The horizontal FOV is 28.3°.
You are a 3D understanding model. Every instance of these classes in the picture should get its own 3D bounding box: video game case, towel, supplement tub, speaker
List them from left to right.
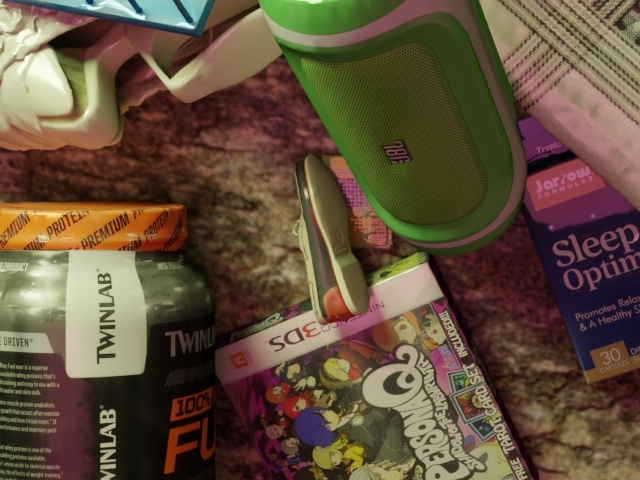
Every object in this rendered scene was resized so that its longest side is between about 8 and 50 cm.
[{"bbox_3d":[-0.186,0.140,1.007,0.207,0.207,0.338,1,95,7],"label":"supplement tub"},{"bbox_3d":[0.029,-0.031,1.047,0.060,0.009,0.083,0,107,8],"label":"towel"},{"bbox_3d":[0.046,0.150,1.086,0.210,0.042,0.232,-23,104,14],"label":"video game case"},{"bbox_3d":[0.059,-0.108,0.882,0.131,0.131,0.296,-18,144,12],"label":"speaker"},{"bbox_3d":[0.257,-0.206,0.916,0.324,0.056,0.312,44,105,-1],"label":"towel"}]

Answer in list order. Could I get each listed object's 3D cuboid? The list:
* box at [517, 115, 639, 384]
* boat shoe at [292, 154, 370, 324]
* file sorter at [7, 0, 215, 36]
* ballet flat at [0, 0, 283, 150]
[{"bbox_3d":[0.240,-0.007,1.016,0.136,0.036,0.225,-20,103,13],"label":"box"},{"bbox_3d":[0.000,0.000,1.022,0.043,0.049,0.137,-19,86,33],"label":"boat shoe"},{"bbox_3d":[-0.152,-0.227,0.857,0.170,0.104,0.118,13,72,20],"label":"file sorter"},{"bbox_3d":[-0.142,-0.148,0.947,0.409,0.147,0.147,-25,103,13],"label":"ballet flat"}]
